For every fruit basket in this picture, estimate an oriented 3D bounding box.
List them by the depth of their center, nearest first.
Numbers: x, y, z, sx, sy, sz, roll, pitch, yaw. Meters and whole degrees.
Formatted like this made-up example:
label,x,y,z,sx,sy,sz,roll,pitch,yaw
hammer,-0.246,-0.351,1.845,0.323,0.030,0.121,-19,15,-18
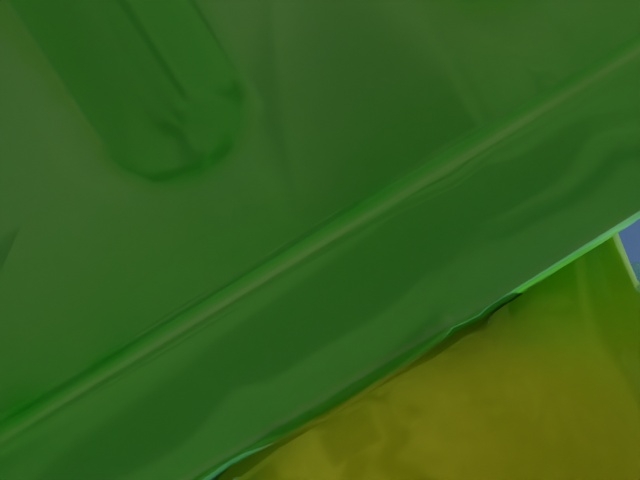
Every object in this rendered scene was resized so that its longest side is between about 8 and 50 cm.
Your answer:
label,x,y,z,sx,sy,sz,roll,pitch,yaw
fruit basket,0.000,0.000,0.553,0.392,0.283,0.392,-4,-62,-8
